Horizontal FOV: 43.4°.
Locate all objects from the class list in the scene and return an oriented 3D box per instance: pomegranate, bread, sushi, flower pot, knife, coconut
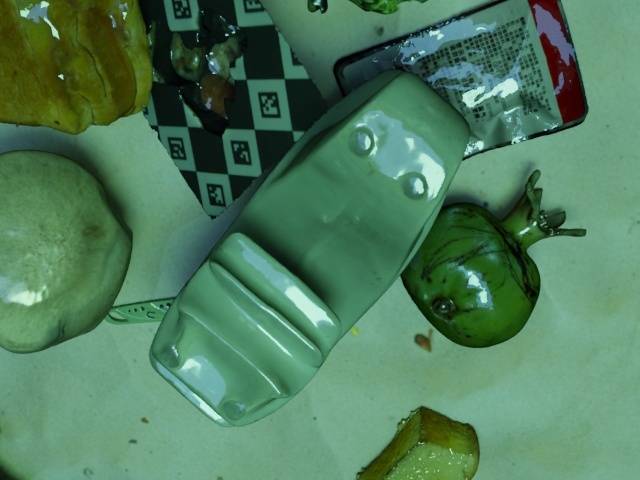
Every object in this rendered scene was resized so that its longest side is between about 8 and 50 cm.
[{"bbox_3d":[0.182,0.019,0.850,0.191,0.131,0.152,-35,101,5],"label":"pomegranate"},{"bbox_3d":[-0.263,-0.263,0.715,0.195,0.149,0.344,11,130,24],"label":"bread"},{"bbox_3d":[-0.100,-0.169,0.784,0.220,0.047,0.231,-38,83,45],"label":"sushi"},{"bbox_3d":[0.000,0.000,0.771,0.164,0.254,0.367,39,108,-1],"label":"flower pot"},{"bbox_3d":[0.113,0.294,0.980,0.103,0.065,0.187,34,108,-14],"label":"bread"},{"bbox_3d":[-0.156,0.079,0.941,0.207,0.014,0.030,-6,110,5],"label":"knife"},{"bbox_3d":[-0.297,0.013,0.834,0.224,0.224,0.224,1,108,2],"label":"coconut"}]

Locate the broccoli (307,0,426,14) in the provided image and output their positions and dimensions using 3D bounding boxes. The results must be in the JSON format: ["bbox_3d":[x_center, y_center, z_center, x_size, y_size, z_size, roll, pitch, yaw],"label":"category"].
[{"bbox_3d":[0.002,-0.301,0.730,0.226,0.198,0.176,-4,147,32],"label":"broccoli"}]

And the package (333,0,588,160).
[{"bbox_3d":[0.148,-0.155,0.841,0.239,0.030,0.154,-18,108,12],"label":"package"}]
